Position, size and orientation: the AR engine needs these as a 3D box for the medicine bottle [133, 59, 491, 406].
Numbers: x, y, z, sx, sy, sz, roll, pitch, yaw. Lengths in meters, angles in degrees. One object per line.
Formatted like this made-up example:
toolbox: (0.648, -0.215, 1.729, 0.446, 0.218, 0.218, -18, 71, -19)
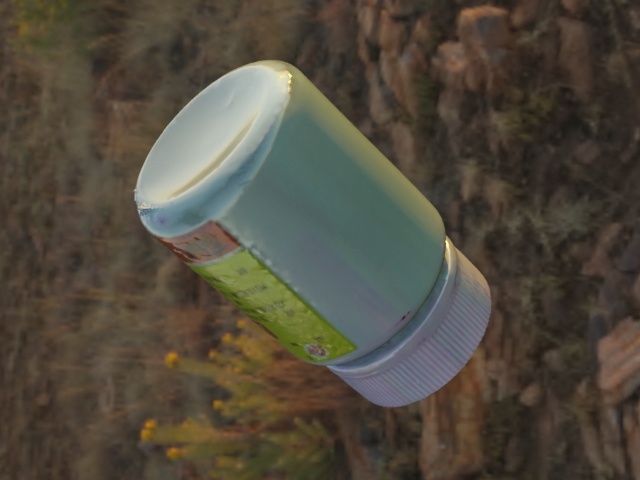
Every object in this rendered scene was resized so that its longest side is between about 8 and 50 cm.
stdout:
medicine bottle: (0.000, 0.000, 0.778, 0.139, 0.225, 0.139, -34, 32, 24)
